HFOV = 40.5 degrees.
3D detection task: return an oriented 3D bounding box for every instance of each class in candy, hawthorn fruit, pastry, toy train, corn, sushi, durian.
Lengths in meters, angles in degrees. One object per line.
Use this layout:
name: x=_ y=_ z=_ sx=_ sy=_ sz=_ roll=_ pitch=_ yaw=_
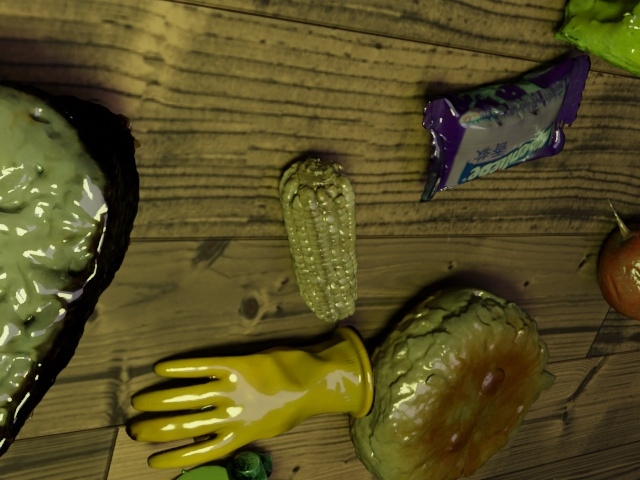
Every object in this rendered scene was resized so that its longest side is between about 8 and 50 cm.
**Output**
candy: x=0.222 y=-0.138 z=1.058 sx=0.275 sy=0.070 sz=0.145 roll=-21 pitch=136 yaw=-30
hawthorn fruit: x=0.494 y=0.041 z=1.330 sx=0.149 sy=0.149 sz=0.189 roll=-47 pitch=136 yaw=0
pastry: x=0.176 y=0.199 z=1.202 sx=0.330 sy=0.136 sz=0.329 roll=-21 pitch=127 yaw=-30
toy train: x=-0.122 y=0.390 z=1.153 sx=0.157 sy=0.105 sz=0.253 roll=-14 pitch=126 yaw=-12
corn: x=0.000 y=0.000 z=0.986 sx=0.087 sy=0.087 sz=0.211 roll=-25 pitch=138 yaw=-20
sushi: x=-0.293 y=0.026 z=0.698 sx=0.234 sy=0.207 sz=0.348 roll=32 pitch=95 yaw=-5
durian: x=0.481 y=-0.280 z=1.020 sx=0.340 sy=0.204 sz=0.256 roll=25 pitch=90 yaw=-7

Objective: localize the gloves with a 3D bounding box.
gloves: x=-0.089 y=0.186 z=1.048 sx=0.294 sy=0.116 sz=0.133 roll=-10 pitch=97 yaw=-21
